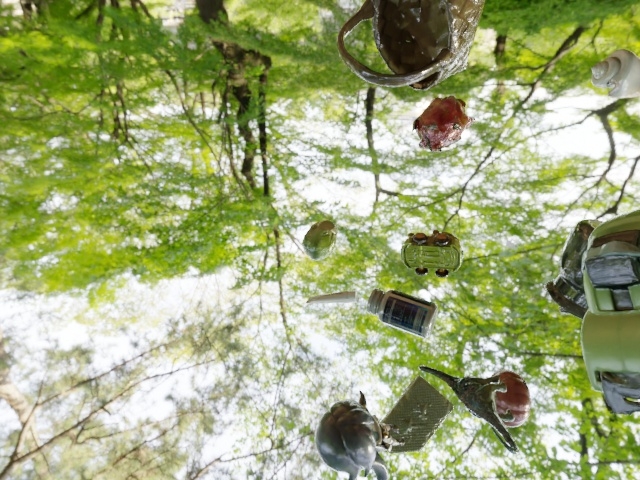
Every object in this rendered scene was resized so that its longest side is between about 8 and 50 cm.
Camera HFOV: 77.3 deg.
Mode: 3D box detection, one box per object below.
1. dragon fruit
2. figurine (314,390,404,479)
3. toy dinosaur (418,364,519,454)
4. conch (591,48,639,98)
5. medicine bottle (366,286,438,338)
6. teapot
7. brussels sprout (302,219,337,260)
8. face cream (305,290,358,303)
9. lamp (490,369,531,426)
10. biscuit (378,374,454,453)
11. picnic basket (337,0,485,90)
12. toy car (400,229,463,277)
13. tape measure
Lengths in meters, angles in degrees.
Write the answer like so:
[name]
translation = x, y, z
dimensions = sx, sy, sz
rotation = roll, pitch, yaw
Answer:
[dragon fruit]
translation = 0.456, -0.419, 1.467
dimensions = 0.199, 0.200, 0.269
rotation = 16, -161, 29
[figurine]
translation = 0.100, 0.515, 1.035
dimensions = 0.197, 0.265, 0.175
rotation = -46, -147, -16
[toy dinosaur]
translation = 0.384, 0.384, 0.971
dimensions = 0.147, 0.076, 0.363
rotation = -3, -167, -14
[conch]
translation = 0.733, -0.388, 0.959
dimensions = 0.176, 0.094, 0.104
rotation = 21, -140, -14
[medicine bottle]
translation = 0.239, 0.207, 1.177
dimensions = 0.192, 0.106, 0.107
rotation = 17, -150, 24
[teapot]
translation = 0.812, 0.101, 1.180
dimensions = 0.306, 0.284, 0.223
rotation = -6, -142, -38
[brussels sprout]
translation = -0.004, 0.000, 1.466
dimensions = 0.118, 0.155, 0.155
rotation = 16, -155, -6
[face cream]
translation = 0.056, 0.273, 1.898
dimensions = 0.244, 0.058, 0.092
rotation = -6, -172, 13
[lamp]
translation = 0.612, 0.520, 1.328
dimensions = 0.140, 0.181, 0.182
rotation = 6, -154, 9
[biscuit]
translation = 0.295, 0.575, 1.284
dimensions = 0.150, 0.052, 0.252
rotation = 43, -101, 9
[picnic basket]
translation = 0.195, -0.500, 0.974
dimensions = 0.338, 0.337, 0.293
rotation = -22, -120, -38
[toy car]
translation = 0.466, 0.038, 1.669
dimensions = 0.248, 0.200, 0.142
rotation = 5, -142, 19
[tape measure]
translation = 0.335, 0.052, 0.382
dimensions = 0.200, 0.175, 0.106
rotation = -5, 171, -25
